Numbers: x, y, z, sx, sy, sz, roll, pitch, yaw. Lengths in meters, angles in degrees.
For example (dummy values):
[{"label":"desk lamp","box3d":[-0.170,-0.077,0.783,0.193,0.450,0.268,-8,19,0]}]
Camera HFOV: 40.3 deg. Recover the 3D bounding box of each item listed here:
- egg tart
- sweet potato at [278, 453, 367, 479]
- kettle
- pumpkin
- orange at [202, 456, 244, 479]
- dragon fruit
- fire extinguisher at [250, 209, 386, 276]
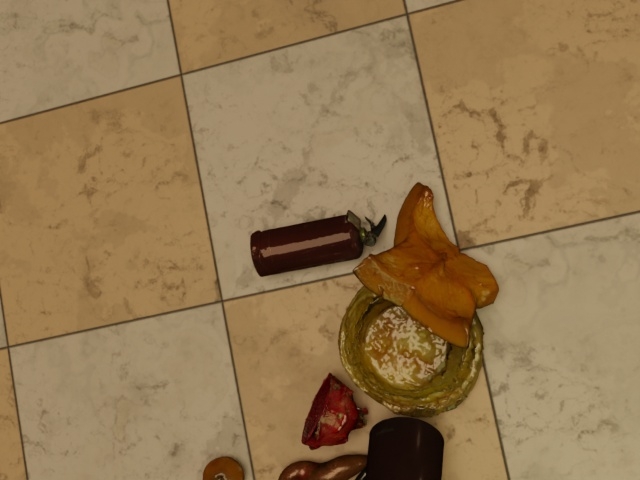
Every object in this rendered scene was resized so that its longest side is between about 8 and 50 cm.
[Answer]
[{"label":"egg tart","box3d":[0.170,0.198,1.672,0.294,0.123,0.294,-2,83,13]},{"label":"sweet potato","box3d":[0.010,0.456,1.716,0.202,0.058,0.055,-12,98,9]},{"label":"kettle","box3d":[0.127,0.462,1.591,0.202,0.232,0.144,-21,125,28]},{"label":"pumpkin","box3d":[0.215,0.051,1.631,0.258,0.290,0.095,37,134,6]},{"label":"orange","box3d":[-0.197,0.475,1.755,0.086,0.062,0.086,-2,82,11]},{"label":"dragon fruit","box3d":[0.038,0.346,1.687,0.111,0.153,0.153,20,89,-5]},{"label":"fire extinguisher","box3d":[0.000,0.000,1.745,0.269,0.105,0.104,-12,82,11]}]
